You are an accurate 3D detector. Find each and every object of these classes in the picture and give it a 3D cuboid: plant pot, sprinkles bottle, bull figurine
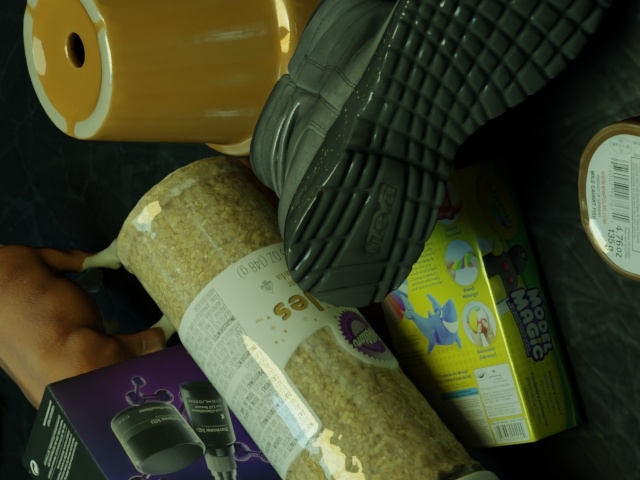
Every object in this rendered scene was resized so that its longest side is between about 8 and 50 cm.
[{"bbox_3d":[-0.111,-0.154,1.370,0.205,0.188,0.205,24,122,47],"label":"plant pot"},{"bbox_3d":[-0.004,0.102,1.278,0.355,0.121,0.121,51,139,23],"label":"sprinkles bottle"},{"bbox_3d":[-0.241,0.064,1.630,0.310,0.188,0.101,47,136,33],"label":"bull figurine"}]

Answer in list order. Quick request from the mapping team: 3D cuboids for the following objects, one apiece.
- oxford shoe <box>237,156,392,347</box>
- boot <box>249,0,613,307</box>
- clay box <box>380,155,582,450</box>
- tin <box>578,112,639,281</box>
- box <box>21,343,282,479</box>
[{"bbox_3d":[0.000,0.000,1.396,0.212,0.076,0.076,48,114,26],"label":"oxford shoe"},{"bbox_3d":[0.057,-0.139,1.197,0.338,0.118,0.222,-52,25,17],"label":"boot"},{"bbox_3d":[0.097,0.034,1.276,0.127,0.053,0.222,-17,87,55],"label":"clay box"},{"bbox_3d":[0.230,-0.017,1.092,0.190,0.040,0.106,16,120,50],"label":"tin"},{"bbox_3d":[-0.059,0.167,1.358,0.184,0.261,0.103,53,139,27],"label":"box"}]
